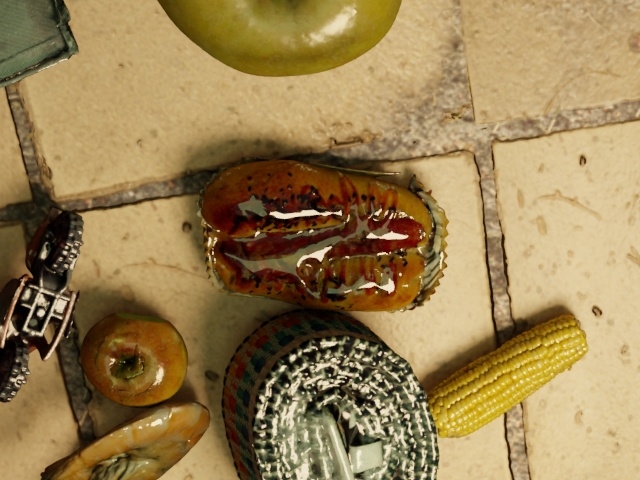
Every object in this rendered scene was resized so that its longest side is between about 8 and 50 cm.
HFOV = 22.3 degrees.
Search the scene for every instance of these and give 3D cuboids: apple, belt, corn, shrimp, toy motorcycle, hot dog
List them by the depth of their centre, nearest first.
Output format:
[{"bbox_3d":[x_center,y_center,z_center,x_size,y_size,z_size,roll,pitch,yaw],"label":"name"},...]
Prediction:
[{"bbox_3d":[-0.044,-0.276,1.556,0.261,0.194,0.260,-1,110,-1],"label":"apple"},{"bbox_3d":[0.000,0.000,1.709,0.271,0.082,0.162,7,109,-5],"label":"hot dog"},{"bbox_3d":[-0.308,0.062,1.711,0.084,0.118,0.212,22,94,-25],"label":"toy motorcycle"},{"bbox_3d":[-0.198,0.128,1.735,0.114,0.102,0.099,6,94,4],"label":"apple"},{"bbox_3d":[0.013,0.218,1.744,0.207,0.160,0.295,-26,110,-12],"label":"belt"},{"bbox_3d":[-0.232,0.245,1.754,0.254,0.145,0.059,-27,72,8],"label":"shrimp"},{"bbox_3d":[0.200,0.150,1.773,0.206,0.067,0.067,-32,106,6],"label":"corn"}]

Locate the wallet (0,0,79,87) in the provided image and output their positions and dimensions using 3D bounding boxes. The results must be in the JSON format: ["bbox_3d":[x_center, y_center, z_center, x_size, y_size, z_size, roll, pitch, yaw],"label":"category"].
[{"bbox_3d":[-0.409,-0.298,1.602,0.237,0.075,0.342,-24,105,-1],"label":"wallet"}]
